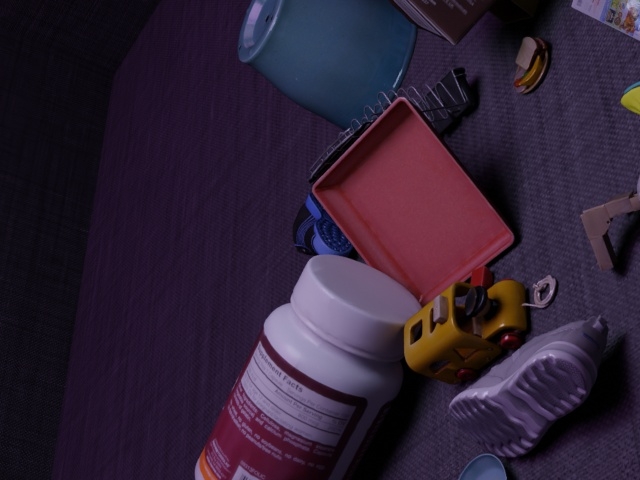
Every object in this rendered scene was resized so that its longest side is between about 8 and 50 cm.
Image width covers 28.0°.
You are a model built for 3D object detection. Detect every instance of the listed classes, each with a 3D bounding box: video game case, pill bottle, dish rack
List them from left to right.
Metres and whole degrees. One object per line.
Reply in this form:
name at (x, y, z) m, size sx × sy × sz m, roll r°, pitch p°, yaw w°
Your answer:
pill bottle at (-0.015, 0.233, 1.906) m, size 0.392 × 0.224 × 0.224 m, roll -63°, pitch 23°, yaw 19°
dish rack at (0.101, -0.169, 1.993) m, size 0.208 × 0.271 × 0.074 m, roll -46°, pitch 68°, yaw 45°
video game case at (0.387, -0.323, 1.675) m, size 0.122 × 0.011 × 0.087 m, roll 38°, pitch 124°, yaw 39°

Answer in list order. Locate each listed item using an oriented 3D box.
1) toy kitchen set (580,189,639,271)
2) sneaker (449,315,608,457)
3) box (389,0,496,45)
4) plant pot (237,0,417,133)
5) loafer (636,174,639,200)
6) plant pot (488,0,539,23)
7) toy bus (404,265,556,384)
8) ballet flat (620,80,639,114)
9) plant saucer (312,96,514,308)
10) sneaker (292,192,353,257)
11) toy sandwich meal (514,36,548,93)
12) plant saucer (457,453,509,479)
toy kitchen set at (0.367, -0.017, 1.543) m, size 0.083 × 0.075 × 0.068 m, roll -20°, pitch 3°, yaw 21°
sneaker at (0.262, 0.179, 1.561) m, size 0.115 × 0.105 × 0.281 m, roll -43°, pitch 1°, yaw -35°
box at (0.255, -0.480, 1.883) m, size 0.381 × 0.143 × 0.191 m, roll -46°, pitch 20°, yaw 4°
plant pot at (-0.003, -0.367, 2.359) m, size 0.271 × 0.255 × 0.271 m, roll -49°, pitch 30°, yaw 41°
loafer at (0.461, -0.134, 1.336) m, size 0.319 × 0.112 × 0.111 m, roll -38°, pitch 32°, yaw 38°
plant pot at (0.292, -0.391, 1.956) m, size 0.083 × 0.081 × 0.081 m, roll -62°, pitch 21°, yaw -10°
toy bus at (0.194, 0.108, 1.716) m, size 0.202 × 0.104 × 0.191 m, roll -68°, pitch 23°, yaw 4°
ballet flat at (0.430, -0.165, 1.470) m, size 0.231 × 0.077 × 0.077 m, roll -23°, pitch 67°, yaw 57°
plant saucer at (0.139, -0.048, 1.873) m, size 0.048 × 0.258 × 0.259 m, roll -31°, pitch -9°, yaw -44°
sneaker at (0.000, 0.000, 2.281) m, size 0.232 × 0.081 × 0.090 m, roll -105°, pitch 38°, yaw -65°
toy sandwich meal at (0.302, -0.256, 1.876) m, size 0.085 × 0.029 × 0.085 m, roll -48°, pitch 31°, yaw 41°
plant saucer at (0.206, 0.328, 1.613) m, size 0.119 × 0.021 × 0.119 m, roll -46°, pitch 33°, yaw 42°
